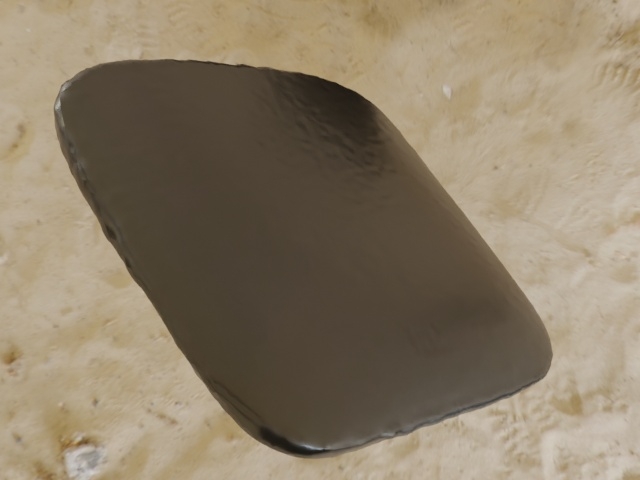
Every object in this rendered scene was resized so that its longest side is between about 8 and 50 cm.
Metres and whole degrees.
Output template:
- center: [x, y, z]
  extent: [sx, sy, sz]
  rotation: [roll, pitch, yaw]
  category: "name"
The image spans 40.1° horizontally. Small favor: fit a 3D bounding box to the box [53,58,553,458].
- center: [0.000, 0.000, 0.399]
  extent: [0.042, 0.212, 0.201]
  rotation: [-49, 64, 36]
  category: "box"
